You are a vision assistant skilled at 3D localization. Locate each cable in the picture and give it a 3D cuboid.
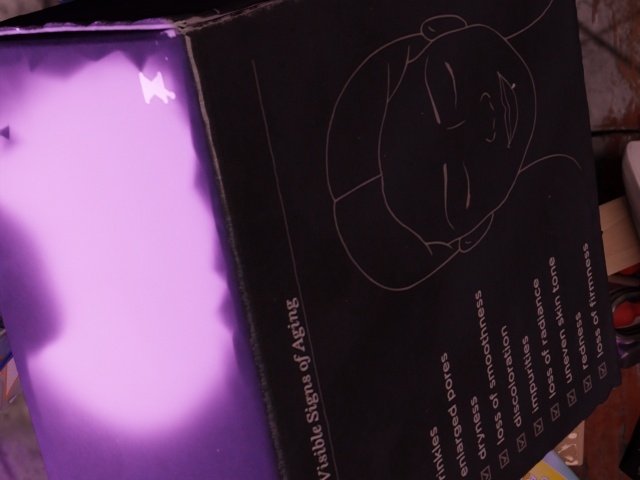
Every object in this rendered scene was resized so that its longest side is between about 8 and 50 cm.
[{"bbox_3d":[0.393,0.072,1.375,0.287,0.072,0.139,-23,131,-15],"label":"cable"}]

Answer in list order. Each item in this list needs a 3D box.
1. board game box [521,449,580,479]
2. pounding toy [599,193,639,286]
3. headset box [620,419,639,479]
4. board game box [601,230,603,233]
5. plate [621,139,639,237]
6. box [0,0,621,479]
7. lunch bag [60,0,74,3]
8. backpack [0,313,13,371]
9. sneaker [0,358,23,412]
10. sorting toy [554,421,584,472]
[{"bbox_3d":[0.209,0.364,1.379,0.254,0.079,0.336,-41,106,2],"label":"board game box"},{"bbox_3d":[0.300,0.018,1.321,0.130,0.141,0.100,-22,85,-12],"label":"pounding toy"},{"bbox_3d":[0.497,0.283,1.363,0.293,0.218,0.110,21,96,-16],"label":"headset box"},{"bbox_3d":[0.210,0.034,1.267,0.026,0.126,0.186,-20,138,-39],"label":"board game box"},{"bbox_3d":[0.416,0.027,1.276,0.278,0.045,0.277,-7,75,-49],"label":"plate"},{"bbox_3d":[0.000,0.000,1.031,0.472,0.297,0.480,-30,116,-46],"label":"box"},{"bbox_3d":[-0.234,-0.266,1.173,0.098,0.065,0.067,41,105,-18],"label":"lunch bag"},{"bbox_3d":[-0.368,0.018,1.053,0.290,0.273,0.355,34,101,-8],"label":"backpack"},{"bbox_3d":[-0.310,0.122,1.217,0.121,0.099,0.262,12,99,-19],"label":"sneaker"},{"bbox_3d":[0.276,0.247,1.413,0.062,0.012,0.083,-2,101,-10],"label":"sorting toy"}]
